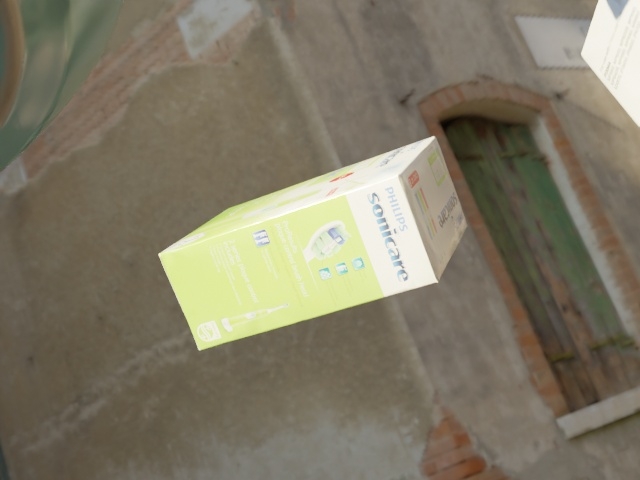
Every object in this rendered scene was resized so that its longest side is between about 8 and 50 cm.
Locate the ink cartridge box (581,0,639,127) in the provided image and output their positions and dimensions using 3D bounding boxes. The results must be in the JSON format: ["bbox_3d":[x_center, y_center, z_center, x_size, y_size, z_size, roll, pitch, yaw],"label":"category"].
[{"bbox_3d":[0.374,-0.130,0.764,0.196,0.273,0.114,-16,-37,-14],"label":"ink cartridge box"}]

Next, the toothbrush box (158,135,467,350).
[{"bbox_3d":[0.000,0.000,1.036,0.283,0.122,0.206,-16,11,22],"label":"toothbrush box"}]

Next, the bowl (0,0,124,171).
[{"bbox_3d":[-0.243,-0.133,0.474,0.311,0.163,0.312,-10,-53,-13],"label":"bowl"}]
